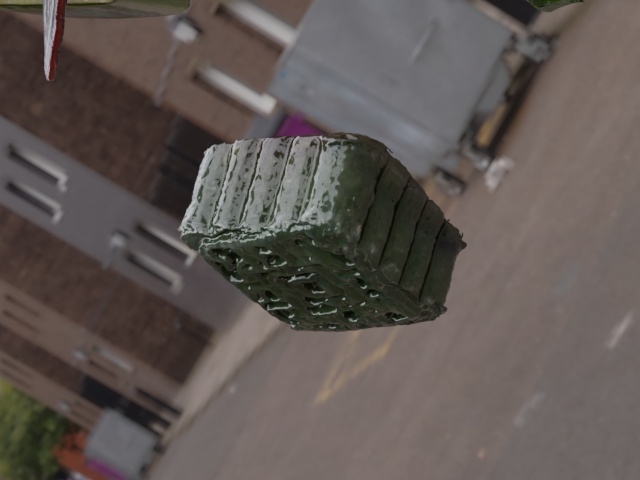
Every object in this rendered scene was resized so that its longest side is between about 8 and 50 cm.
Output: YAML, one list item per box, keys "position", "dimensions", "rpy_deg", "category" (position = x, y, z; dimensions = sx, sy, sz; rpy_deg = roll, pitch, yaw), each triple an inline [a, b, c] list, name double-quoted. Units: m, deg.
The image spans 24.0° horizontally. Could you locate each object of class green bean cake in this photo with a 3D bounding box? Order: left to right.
- position: [0.000, 0.000, 1.198]
  dimensions: [0.173, 0.181, 0.094]
  rpy_deg: [-3, 58, 37]
  category: "green bean cake"

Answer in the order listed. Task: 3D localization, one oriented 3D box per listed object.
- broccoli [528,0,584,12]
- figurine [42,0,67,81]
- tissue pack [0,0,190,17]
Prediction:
- position: [0.281, -0.294, 1.268]
  dimensions: [0.297, 0.297, 0.297]
  rpy_deg: [-31, 19, 33]
  category: "broccoli"
- position: [-0.254, -0.198, 0.821]
  dimensions: [0.183, 0.226, 0.160]
  rpy_deg: [117, 150, -60]
  category: "figurine"
- position: [-0.286, -0.352, 1.798]
  dimensions: [0.275, 0.200, 0.167]
  rpy_deg: [-25, -65, -78]
  category: "tissue pack"
